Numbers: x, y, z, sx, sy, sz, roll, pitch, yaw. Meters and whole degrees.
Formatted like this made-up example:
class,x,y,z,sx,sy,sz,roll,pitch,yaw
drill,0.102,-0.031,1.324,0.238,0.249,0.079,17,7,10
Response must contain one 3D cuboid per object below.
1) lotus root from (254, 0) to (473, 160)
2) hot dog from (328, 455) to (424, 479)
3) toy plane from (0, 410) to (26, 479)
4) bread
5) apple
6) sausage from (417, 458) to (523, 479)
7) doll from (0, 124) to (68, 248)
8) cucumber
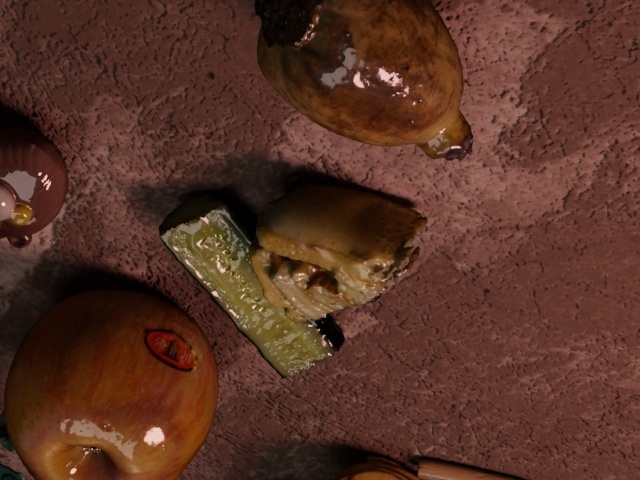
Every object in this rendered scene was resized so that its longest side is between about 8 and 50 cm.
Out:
class,x,y,z,sx,sy,sz,roll,pitch,yaw
lotus root,0.039,-0.135,1.493,0.138,0.138,0.214,-18,133,36
hot dog,0.070,0.348,2.079,0.114,0.175,0.259,41,162,37
toy plane,-0.429,0.173,1.983,0.382,0.106,0.155,26,137,26
bread,0.003,-0.003,1.706,0.156,0.103,0.110,-26,116,34
apple,-0.203,0.154,1.898,0.211,0.188,0.211,6,141,5
sausage,0.167,0.253,2.031,0.132,0.024,0.024,12,143,4
doll,-0.311,-0.071,1.726,0.145,0.096,0.188,-31,114,35
cucumber,-0.064,0.034,1.810,0.078,0.062,0.211,-29,121,16
